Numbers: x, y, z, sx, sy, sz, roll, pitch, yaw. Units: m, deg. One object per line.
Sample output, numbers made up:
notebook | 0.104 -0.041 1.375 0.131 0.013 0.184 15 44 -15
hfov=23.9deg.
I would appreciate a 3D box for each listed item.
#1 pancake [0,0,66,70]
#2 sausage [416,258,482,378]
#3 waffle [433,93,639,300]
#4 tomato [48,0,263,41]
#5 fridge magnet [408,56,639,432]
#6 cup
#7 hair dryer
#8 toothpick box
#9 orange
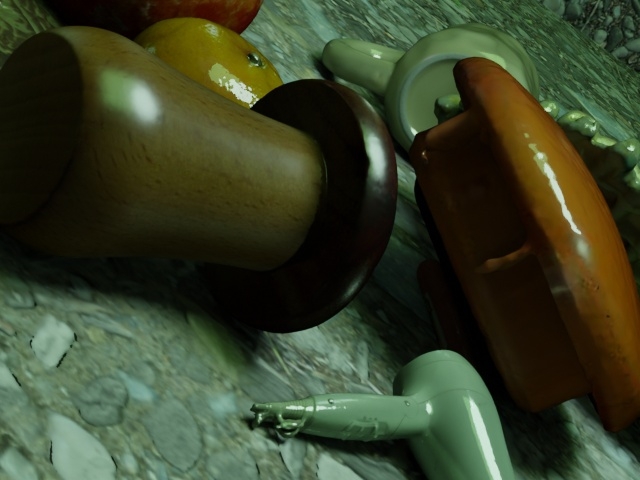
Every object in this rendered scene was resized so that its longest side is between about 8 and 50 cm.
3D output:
pancake | -0.298 -0.205 1.216 0.250 0.031 0.250 37 19 -15
sausage | 0.118 0.077 1.401 0.029 0.029 0.223 33 21 -23
waffle | 0.252 -0.035 1.572 0.309 0.056 0.292 19 -32 42
tomato | -0.161 -0.239 1.324 0.233 0.200 0.139 51 46 -31
fridge magnet | 0.188 0.008 1.365 0.363 0.155 0.363 -23 90 -85
cup | 0.144 -0.202 1.834 0.255 0.173 0.202 43 18 2
hair dryer | 0.051 0.158 1.078 0.237 0.075 0.206 17 36 -35
toothpick box | -0.080 -0.044 1.060 0.294 0.192 0.192 16 31 -41
orange | -0.096 -0.113 1.253 0.156 0.124 0.156 47 22 -26
